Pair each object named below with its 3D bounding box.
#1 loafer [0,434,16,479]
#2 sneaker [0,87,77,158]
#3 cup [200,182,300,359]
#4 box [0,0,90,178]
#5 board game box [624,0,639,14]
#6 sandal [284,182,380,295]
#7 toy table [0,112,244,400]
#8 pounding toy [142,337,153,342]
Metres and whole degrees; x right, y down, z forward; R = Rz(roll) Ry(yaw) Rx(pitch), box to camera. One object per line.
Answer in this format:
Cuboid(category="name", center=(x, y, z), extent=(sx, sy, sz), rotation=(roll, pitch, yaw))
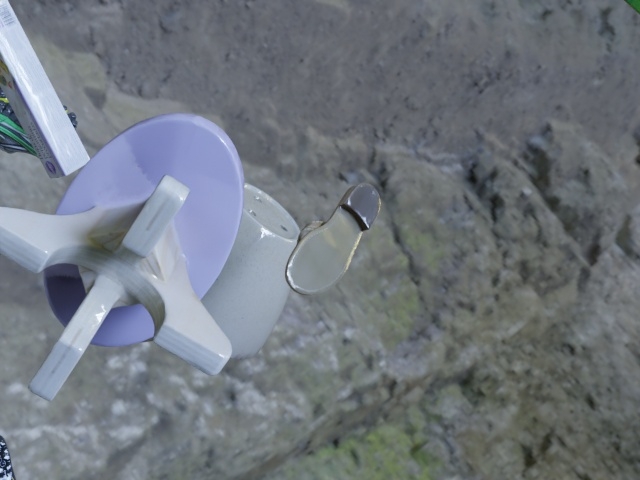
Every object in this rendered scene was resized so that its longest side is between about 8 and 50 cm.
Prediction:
Cuboid(category="loafer", center=(-0.541, 0.435, 1.569), extent=(0.076, 0.223, 0.078), rotation=(-9, 166, -34))
Cuboid(category="sneaker", center=(-0.724, -0.263, 2.067), extent=(0.134, 0.344, 0.146), rotation=(-79, -164, -51))
Cuboid(category="cup", center=(-0.173, 0.028, 1.791), extent=(0.237, 0.331, 0.331), rotation=(-49, 156, 18))
Cuboid(category="box", center=(-0.522, -0.268, 1.669), extent=(0.063, 0.324, 0.067), rotation=(-3, -151, 45))
Cuboid(category="board game box", center=(0.276, -0.212, 0.672), extent=(0.259, 0.039, 0.124), rotation=(31, 127, -24))
Cuboid(category="sandal", center=(0.004, 0.005, 1.431), extent=(0.079, 0.088, 0.240), rotation=(-17, -153, 50))
Cuboid(category="toy table", center=(-0.188, 0.018, 0.897), extent=(0.161, 0.252, 0.274), rotation=(-82, -165, -67))
Cuboid(category="pounding toy", center=(-0.351, 0.109, 1.809), extent=(0.094, 0.181, 0.206), rotation=(-13, -156, 40))
